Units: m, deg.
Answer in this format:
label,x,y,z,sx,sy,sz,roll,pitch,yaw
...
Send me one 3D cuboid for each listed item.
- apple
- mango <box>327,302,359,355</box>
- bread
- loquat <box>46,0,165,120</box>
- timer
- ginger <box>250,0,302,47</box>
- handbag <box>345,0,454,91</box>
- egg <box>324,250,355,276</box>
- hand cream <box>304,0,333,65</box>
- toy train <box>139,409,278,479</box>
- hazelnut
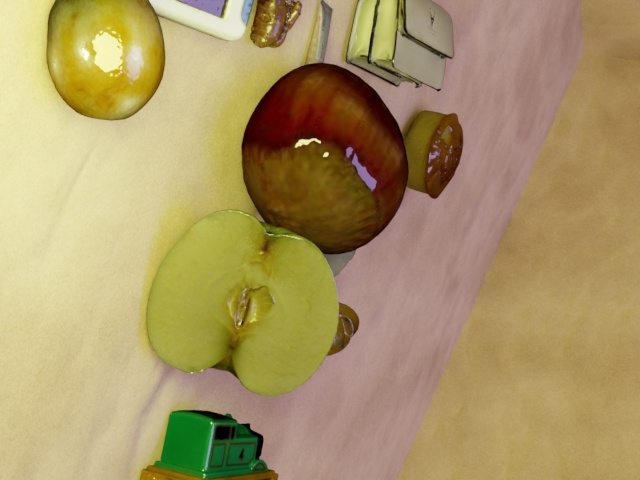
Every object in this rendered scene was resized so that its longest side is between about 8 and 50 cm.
label,x,y,z,sx,sy,sz,roll,pitch,yaw
apple,-0.144,0.121,1.737,0.320,0.311,0.360,4,111,-49
mango,0.013,0.230,2.315,0.262,0.167,0.130,-23,139,-61
bread,0.351,-0.269,2.659,0.270,0.148,0.270,-39,138,-47
loquat,-0.330,-0.301,1.326,0.179,0.179,0.227,-12,108,-60
timer,-0.228,-0.458,1.458,0.253,0.078,0.178,14,94,-38
ginger,-0.087,-0.475,1.788,0.103,0.073,0.162,-3,107,-63
handbag,0.224,-0.541,2.253,0.358,0.160,0.237,3,95,-62
egg,0.000,0.000,2.121,0.183,0.183,0.217,-23,133,-56
hand cream,-0.005,-0.451,2.001,0.067,0.043,0.210,15,86,-63
toy train,-0.246,0.517,1.983,0.429,0.178,0.249,22,74,-63
hazelnut,0.019,-0.180,1.862,0.421,0.353,0.421,1,88,-39
